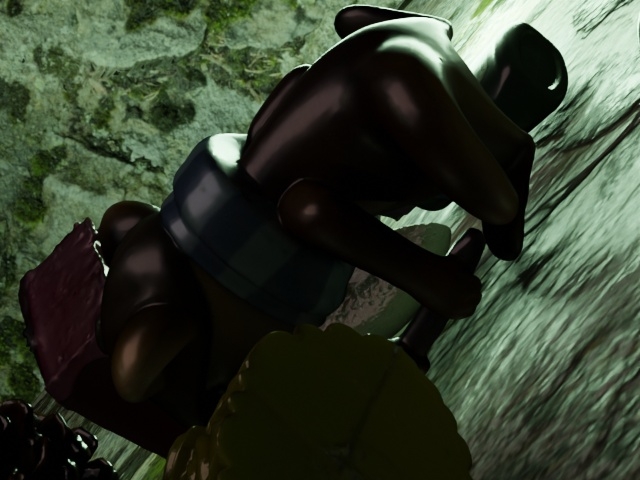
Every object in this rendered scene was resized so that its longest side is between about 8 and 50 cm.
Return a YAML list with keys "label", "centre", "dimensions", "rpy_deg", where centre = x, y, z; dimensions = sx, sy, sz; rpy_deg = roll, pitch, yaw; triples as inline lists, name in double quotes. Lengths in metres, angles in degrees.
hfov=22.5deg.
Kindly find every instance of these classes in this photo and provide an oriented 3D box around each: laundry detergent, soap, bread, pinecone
- label: "laundry detergent"
  centre: [0.117, -0.086, 1.409]
  dimensions: [0.221, 0.078, 0.144]
  rpy_deg: [-44, 14, 28]
- label: "soap"
  centre: [-0.113, 0.104, 1.301]
  dimensions: [0.099, 0.250, 0.162]
  rpy_deg: [-47, 36, 12]
- label: "bread"
  centre: [0.015, 0.050, 1.316]
  dimensions: [0.193, 0.036, 0.112]
  rpy_deg: [-15, 48, 37]
- label: "pinecone"
  centre: [-0.256, 0.247, 1.310]
  dimensions: [0.224, 0.272, 0.224]
  rpy_deg: [-23, 35, 17]

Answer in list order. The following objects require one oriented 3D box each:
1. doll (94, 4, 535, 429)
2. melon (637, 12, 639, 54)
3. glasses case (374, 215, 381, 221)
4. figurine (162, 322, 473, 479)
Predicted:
- label: "doll"
  centre: [0.003, 0.002, 1.120]
  dimensions: [0.339, 0.209, 0.318]
  rpy_deg: [-42, 40, 6]
- label: "melon"
  centre: [0.245, -0.135, 0.947]
  dimensions: [0.131, 0.098, 0.098]
  rpy_deg: [-45, 8, -11]
- label: "glasses case"
  centre: [-0.004, 0.024, 1.523]
  dimensions: [0.122, 0.082, 0.321]
  rpy_deg: [-42, 14, 20]
- label: "figurine"
  centre: [-0.075, 0.198, 0.902]
  dimensions: [0.315, 0.168, 0.187]
  rpy_deg: [-41, 40, 38]
